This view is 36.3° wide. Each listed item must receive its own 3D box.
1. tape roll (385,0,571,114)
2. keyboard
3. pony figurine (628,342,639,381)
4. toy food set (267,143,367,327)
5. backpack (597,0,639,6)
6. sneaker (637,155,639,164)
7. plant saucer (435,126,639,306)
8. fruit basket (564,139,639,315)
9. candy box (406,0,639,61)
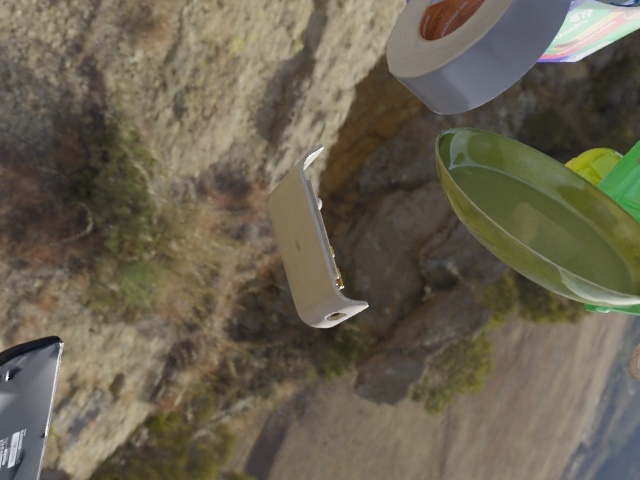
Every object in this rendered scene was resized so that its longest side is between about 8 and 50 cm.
[{"bbox_3d":[0.179,-0.254,1.126,0.072,0.219,0.219,38,73,-28],"label":"tape roll"},{"bbox_3d":[-0.260,0.159,0.758,0.100,0.038,0.192,-19,132,-53],"label":"keyboard"},{"bbox_3d":[0.337,0.198,0.505,0.302,0.351,0.363,-93,-172,-45],"label":"pony figurine"},{"bbox_3d":[0.000,0.000,1.814,0.092,0.306,0.220,-13,170,-22],"label":"toy food set"},{"bbox_3d":[0.241,-0.305,0.688,0.225,0.253,0.191,-22,-178,-17],"label":"backpack"},{"bbox_3d":[0.456,-0.141,0.900,0.321,0.127,0.126,-44,162,6],"label":"sneaker"},{"bbox_3d":[0.199,-0.017,0.866,0.241,0.241,0.037,-25,149,-57],"label":"plant saucer"},{"bbox_3d":[0.478,-0.072,1.479,0.392,0.392,0.283,-49,144,-34],"label":"fruit basket"},{"bbox_3d":[0.323,-0.346,1.347,0.317,0.268,0.122,-5,80,-32],"label":"candy box"}]
